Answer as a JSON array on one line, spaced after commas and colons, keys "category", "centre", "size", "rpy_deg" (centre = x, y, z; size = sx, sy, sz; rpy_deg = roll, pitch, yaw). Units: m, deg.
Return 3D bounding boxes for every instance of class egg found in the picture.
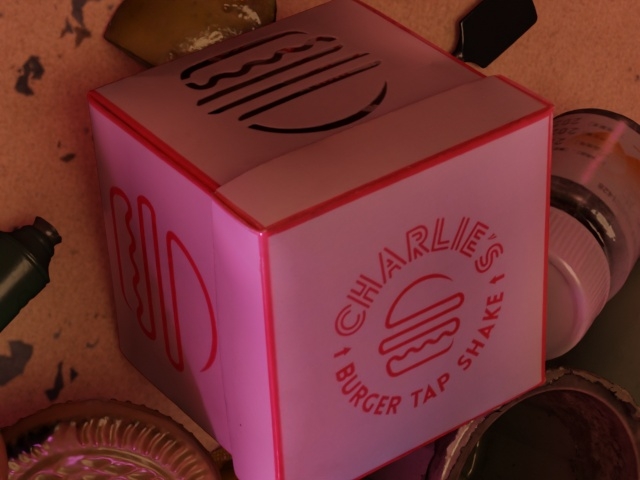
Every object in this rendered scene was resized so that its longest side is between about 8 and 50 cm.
[{"category": "egg", "centre": [0.351, 0.128, 2.042], "size": [0.203, 0.203, 0.282], "rpy_deg": [31, 84, -32]}]

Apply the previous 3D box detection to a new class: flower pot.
[{"category": "flower pot", "centre": [0.158, 0.237, 1.903], "size": [0.290, 0.259, 0.290], "rpy_deg": [-8, 106, -31]}]

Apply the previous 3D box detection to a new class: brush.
[{"category": "brush", "centre": [0.153, -0.201, 1.971], "size": [0.193, 0.016, 0.063], "rpy_deg": [-42, 117, -20]}]

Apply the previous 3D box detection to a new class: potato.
[{"category": "potato", "centre": [-0.113, -0.216, 1.761], "size": [0.120, 0.081, 0.149], "rpy_deg": [30, 82, -35]}]

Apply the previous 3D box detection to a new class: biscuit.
[{"category": "biscuit", "centre": [-0.207, 0.249, 1.719], "size": [0.259, 0.079, 0.259], "rpy_deg": [-2, 120, -4]}]

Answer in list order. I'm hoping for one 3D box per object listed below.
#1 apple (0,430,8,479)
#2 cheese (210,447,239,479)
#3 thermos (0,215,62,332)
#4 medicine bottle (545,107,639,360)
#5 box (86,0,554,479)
[{"category": "apple", "centre": [-0.416, 0.211, 1.513], "size": [0.277, 0.319, 0.319], "rpy_deg": [31, 80, -5]}, {"category": "cheese", "centre": [-0.067, 0.320, 1.812], "size": [0.069, 0.177, 0.270], "rpy_deg": [52, 26, -57]}, {"category": "thermos", "centre": [-0.310, 0.054, 1.693], "size": [0.187, 0.083, 0.073], "rpy_deg": [-48, 141, -18]}, {"category": "medicine bottle", "centre": [0.247, -0.009, 1.918], "size": [0.273, 0.165, 0.165], "rpy_deg": [-51, 125, -50]}, {"category": "box", "centre": [0.000, 0.000, 1.698], "size": [0.314, 0.300, 0.312], "rpy_deg": [-24, 129, -28]}]
